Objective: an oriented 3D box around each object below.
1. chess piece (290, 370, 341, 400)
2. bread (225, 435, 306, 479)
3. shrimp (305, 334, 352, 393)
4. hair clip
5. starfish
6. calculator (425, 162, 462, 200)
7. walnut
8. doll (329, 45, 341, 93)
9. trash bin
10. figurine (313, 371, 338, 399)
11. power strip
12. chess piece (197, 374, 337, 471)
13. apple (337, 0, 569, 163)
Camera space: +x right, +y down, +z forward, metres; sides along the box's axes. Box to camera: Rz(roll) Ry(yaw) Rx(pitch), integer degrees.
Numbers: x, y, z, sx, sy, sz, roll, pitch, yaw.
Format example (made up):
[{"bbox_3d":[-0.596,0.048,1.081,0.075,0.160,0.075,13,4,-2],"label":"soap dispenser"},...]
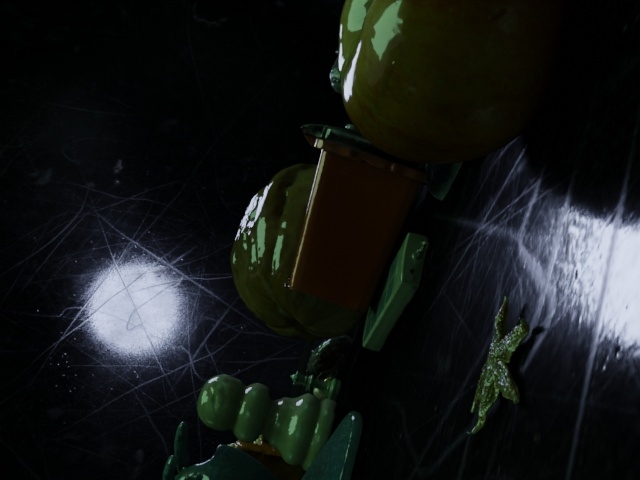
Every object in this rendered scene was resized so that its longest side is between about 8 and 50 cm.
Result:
[{"bbox_3d":[-0.011,0.265,1.327,0.042,0.093,0.042,-162,90,-89],"label":"chess piece"},{"bbox_3d":[-0.151,0.556,1.418,0.148,0.195,0.344,7,79,68],"label":"bread"},{"bbox_3d":[0.007,0.235,1.359,0.165,0.065,0.057,118,147,-41],"label":"shrimp"},{"bbox_3d":[-0.119,0.426,0.935,0.318,0.238,0.392,-79,7,-55],"label":"hair clip"},{"bbox_3d":[0.114,0.081,0.464,0.092,0.016,0.086,105,-178,-47],"label":"starfish"},{"bbox_3d":[0.176,-0.186,0.803,0.177,0.040,0.268,-78,11,-66],"label":"calculator"},{"bbox_3d":[-0.015,0.011,1.215,0.277,0.251,0.313,125,159,-56],"label":"walnut"},{"bbox_3d":[0.144,-0.346,1.217,0.245,0.158,0.341,-11,43,41],"label":"doll"},{"bbox_3d":[0.035,-0.035,0.991,0.161,0.184,0.239,-32,-37,-83],"label":"trash bin"},{"bbox_3d":[0.014,0.270,1.411,0.050,0.047,0.083,130,156,-58],"label":"figurine"},{"bbox_3d":[0.095,0.068,0.928,0.227,0.029,0.080,110,177,-53],"label":"power strip"},{"bbox_3d":[-0.102,0.314,1.281,0.133,0.243,0.133,-161,90,-89],"label":"chess piece"},{"bbox_3d":[0.108,-0.166,0.587,0.210,0.173,0.235,116,163,-51],"label":"apple"}]
